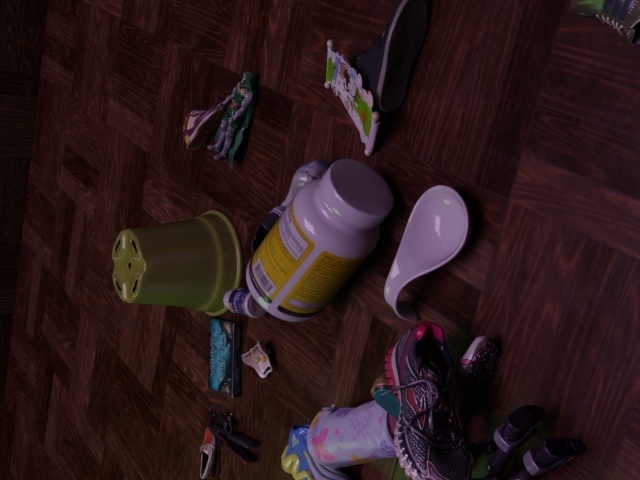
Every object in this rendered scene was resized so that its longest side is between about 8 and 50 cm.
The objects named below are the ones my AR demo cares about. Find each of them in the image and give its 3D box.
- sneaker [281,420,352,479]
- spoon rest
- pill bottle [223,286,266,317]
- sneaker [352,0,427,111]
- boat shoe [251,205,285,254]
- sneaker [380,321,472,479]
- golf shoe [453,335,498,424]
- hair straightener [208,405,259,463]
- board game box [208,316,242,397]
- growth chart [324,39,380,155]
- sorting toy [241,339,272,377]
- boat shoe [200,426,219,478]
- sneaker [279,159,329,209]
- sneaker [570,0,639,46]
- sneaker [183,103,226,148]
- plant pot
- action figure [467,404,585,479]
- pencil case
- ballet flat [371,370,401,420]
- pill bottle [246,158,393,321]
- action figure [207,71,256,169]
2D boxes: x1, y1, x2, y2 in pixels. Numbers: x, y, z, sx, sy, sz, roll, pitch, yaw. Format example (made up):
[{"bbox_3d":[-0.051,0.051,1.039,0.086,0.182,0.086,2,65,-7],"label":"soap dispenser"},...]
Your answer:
[{"bbox_3d":[-0.009,0.456,1.821,0.240,0.091,0.126,9,98,54],"label":"sneaker"},{"bbox_3d":[0.186,0.029,1.554,0.137,0.084,0.276,49,129,40],"label":"spoon rest"},{"bbox_3d":[-0.181,0.146,2.060,0.120,0.067,0.067,3,94,53],"label":"pill bottle"},{"bbox_3d":[0.120,-0.367,1.629,0.118,0.083,0.222,42,125,45],"label":"sneaker"},{"bbox_3d":[-0.118,0.010,1.911,0.080,0.076,0.228,47,151,11],"label":"boat shoe"},{"bbox_3d":[0.180,0.275,1.416,0.112,0.121,0.299,121,144,-47],"label":"sneaker"},{"bbox_3d":[0.243,0.233,1.496,0.086,0.067,0.186,48,128,43],"label":"golf shoe"},{"bbox_3d":[-0.221,0.468,2.153,0.230,0.047,0.089,25,111,55],"label":"hair straightener"},{"bbox_3d":[-0.242,0.293,2.181,0.126,0.026,0.186,5,95,54],"label":"board game box"},{"bbox_3d":[0.061,-0.285,1.706,0.172,0.021,0.237,89,158,-58],"label":"growth chart"},{"bbox_3d":[-0.138,0.282,2.032,0.083,0.045,0.075,-42,66,45],"label":"sorting toy"},{"bbox_3d":[-0.290,0.549,2.240,0.049,0.043,0.137,0,90,55],"label":"boat shoe"},{"bbox_3d":[-0.038,-0.083,1.870,0.085,0.086,0.237,43,142,10],"label":"sneaker"},{"bbox_3d":[0.435,-0.318,1.223,0.192,0.064,0.086,7,91,50],"label":"sneaker"},{"bbox_3d":[-0.306,-0.311,2.213,0.185,0.069,0.084,-39,66,45],"label":"sneaker"},{"bbox_3d":[-0.372,0.061,2.158,0.276,0.254,0.276,3,93,53],"label":"plant pot"},{"bbox_3d":[0.298,0.393,1.410,0.185,0.099,0.285,54,135,28],"label":"action figure"},{"bbox_3d":[0.089,0.367,1.671,0.273,0.113,0.124,-27,49,51],"label":"pencil case"},{"bbox_3d":[0.185,0.318,1.537,0.080,0.073,0.232,-34,103,34],"label":"ballet flat"},{"bbox_3d":[0.000,0.000,1.714,0.334,0.188,0.188,-52,52,40],"label":"pill bottle"},{"bbox_3d":[-0.208,-0.306,2.094,0.137,0.063,0.232,53,127,42],"label":"action figure"}]
